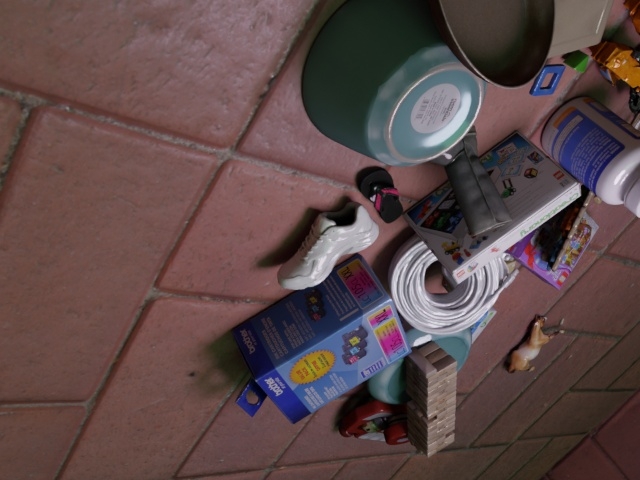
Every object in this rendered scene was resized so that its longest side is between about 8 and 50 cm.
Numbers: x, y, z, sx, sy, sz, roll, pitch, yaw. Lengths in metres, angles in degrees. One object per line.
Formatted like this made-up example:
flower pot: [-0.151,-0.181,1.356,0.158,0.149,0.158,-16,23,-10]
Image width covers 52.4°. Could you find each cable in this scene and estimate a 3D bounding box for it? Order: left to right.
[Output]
cable: [0.279,0.084,1.469,0.257,0.089,0.257,31,101,-14]

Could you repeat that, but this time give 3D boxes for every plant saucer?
plant saucer: [0.269,0.324,1.689,0.318,0.043,0.317,-19,136,-19]
plant saucer: [0.248,-0.376,0.962,0.311,0.050,0.310,1,89,-40]

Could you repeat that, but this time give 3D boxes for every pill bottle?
pill bottle: [0.608,-0.171,1.361,0.152,0.272,0.152,-19,139,-17]

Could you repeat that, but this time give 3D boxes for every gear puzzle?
gear puzzle: [0.600,-0.085,1.517,0.338,0.044,0.175,-66,160,5]

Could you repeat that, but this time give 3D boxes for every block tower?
block tower: [0.276,0.401,1.628,0.097,0.091,0.335,-25,130,-20]

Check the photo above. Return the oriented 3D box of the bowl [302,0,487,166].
bowl: [0.143,-0.242,1.056,0.312,0.163,0.311,-19,139,-17]

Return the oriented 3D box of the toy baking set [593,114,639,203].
toy baking set: [0.714,-0.202,1.525,0.256,0.030,0.196,-54,162,-20]

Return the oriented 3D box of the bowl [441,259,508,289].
bowl: [0.364,0.069,1.569,0.142,0.053,0.142,-44,104,-12]

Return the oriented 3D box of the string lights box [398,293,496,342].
string lights box: [0.323,0.211,1.713,0.260,0.076,0.133,1,130,-35]

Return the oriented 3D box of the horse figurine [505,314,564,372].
horse figurine: [0.688,0.357,2.127,0.174,0.066,0.263,7,124,-46]

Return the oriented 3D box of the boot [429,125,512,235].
boot: [0.260,-0.108,1.242,0.190,0.208,0.076,-14,179,-21]

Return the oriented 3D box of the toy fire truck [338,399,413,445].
toy fire truck: [0.193,0.529,1.904,0.254,0.169,0.302,-34,144,30]

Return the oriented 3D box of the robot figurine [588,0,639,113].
robot figurine: [0.687,-0.381,1.349,0.291,0.085,0.211,15,121,-42]

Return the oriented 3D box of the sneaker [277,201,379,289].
sneaker: [0.000,0.000,1.280,0.232,0.090,0.115,-38,135,-9]

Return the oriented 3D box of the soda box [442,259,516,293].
soda box: [0.402,0.083,1.652,0.181,0.058,0.061,-21,139,-17]

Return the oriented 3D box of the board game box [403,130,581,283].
board game box: [0.348,-0.073,1.346,0.305,0.193,0.053,-36,142,3]

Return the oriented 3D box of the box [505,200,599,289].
box: [0.588,-0.007,1.648,0.293,0.057,0.201,28,94,-47]

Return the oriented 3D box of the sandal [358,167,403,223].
sandal: [0.132,-0.083,1.306,0.067,0.040,0.179,-36,141,4]

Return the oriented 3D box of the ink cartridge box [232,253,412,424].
ink cartridge box: [-0.015,0.245,1.463,0.395,0.151,0.270,-30,141,-2]

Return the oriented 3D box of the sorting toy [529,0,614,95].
sorting toy: [0.456,-0.427,1.176,0.196,0.047,0.347,-23,140,-20]
